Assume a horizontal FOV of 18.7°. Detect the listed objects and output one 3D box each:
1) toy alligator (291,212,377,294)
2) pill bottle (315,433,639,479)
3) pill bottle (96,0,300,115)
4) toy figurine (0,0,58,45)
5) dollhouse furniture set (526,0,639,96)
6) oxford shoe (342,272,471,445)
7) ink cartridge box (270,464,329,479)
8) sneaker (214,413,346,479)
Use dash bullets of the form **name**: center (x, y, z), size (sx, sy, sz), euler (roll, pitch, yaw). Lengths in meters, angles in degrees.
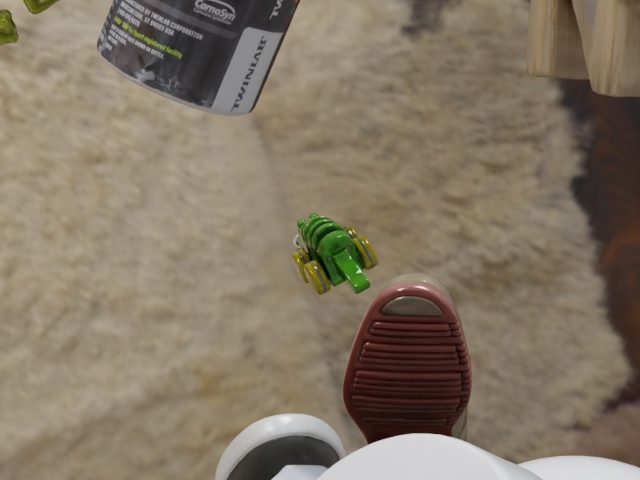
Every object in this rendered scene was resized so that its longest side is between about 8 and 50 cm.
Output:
- **toy alligator**: center (0.000, 0.000, 1.621), size (0.056, 0.189, 0.051), euler (-27, 109, -8)
- **pill bottle**: center (0.084, 0.128, 0.504), size (0.216, 0.121, 0.121), euler (30, 90, -39)
- **pill bottle**: center (-0.063, -0.226, 1.425), size (0.130, 0.130, 0.246), euler (16, 107, -26)
- **toy figurine**: center (-0.167, -0.291, 1.198), size (0.362, 0.217, 0.191), euler (-39, 123, 0)
- **dollhouse furniture set**: center (0.346, -0.168, 0.815), size (0.394, 0.362, 0.256), euler (0, 101, -24)
- **oxford shoe**: center (0.090, 0.133, 1.923), size (0.123, 0.130, 0.348), euler (6, 139, 6)
- **ink cartridge box**: center (0.037, 0.198, 1.109), size (0.189, 0.232, 0.066), euler (32, 88, 15)
- **sneaker**: center (-0.020, 0.261, 1.478), size (0.104, 0.147, 0.296), euler (-6, 139, -11)
